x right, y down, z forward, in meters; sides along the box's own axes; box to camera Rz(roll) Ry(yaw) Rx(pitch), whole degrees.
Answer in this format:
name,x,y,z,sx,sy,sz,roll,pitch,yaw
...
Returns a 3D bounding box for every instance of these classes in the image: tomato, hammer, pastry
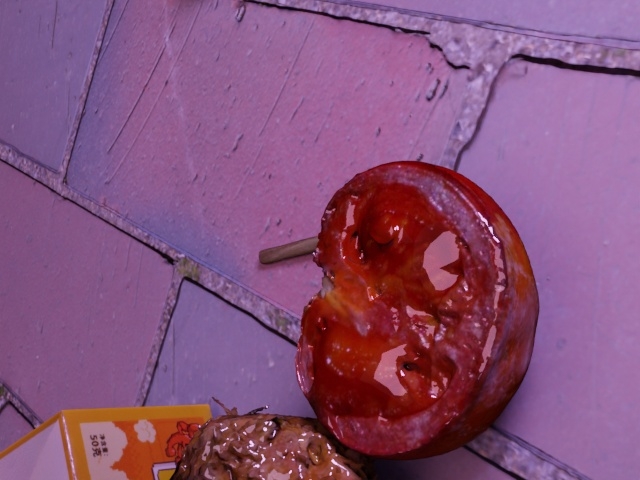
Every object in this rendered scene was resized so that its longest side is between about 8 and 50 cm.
name,x,y,z,sx,sy,sz,roll,pitch,yaw
tomato,0.091,0.058,0.655,0.200,0.139,0.233,25,102,45
hammer,0.000,0.000,0.830,0.182,0.017,0.062,-13,75,41
pastry,-0.026,0.262,0.717,0.275,0.193,0.275,27,127,42

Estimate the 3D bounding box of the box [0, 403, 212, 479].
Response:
name,x,y,z,sx,sy,sz,roll,pitch,yaw
box,-0.229,0.354,0.850,0.259,0.214,0.283,-34,63,30
